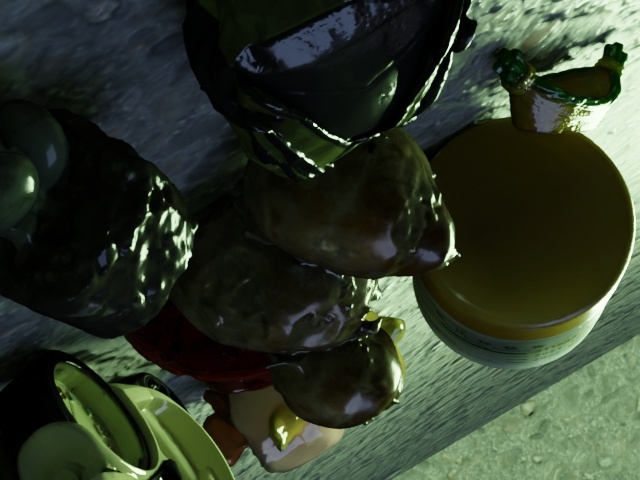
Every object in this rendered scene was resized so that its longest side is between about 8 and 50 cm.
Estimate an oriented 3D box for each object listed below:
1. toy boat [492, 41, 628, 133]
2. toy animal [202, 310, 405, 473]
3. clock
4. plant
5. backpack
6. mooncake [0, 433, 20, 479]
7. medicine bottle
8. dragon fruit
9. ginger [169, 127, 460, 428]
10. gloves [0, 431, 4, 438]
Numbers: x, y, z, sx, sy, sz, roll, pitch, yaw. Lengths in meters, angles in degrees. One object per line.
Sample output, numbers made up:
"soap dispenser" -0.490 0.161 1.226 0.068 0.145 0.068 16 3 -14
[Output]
"toy boat" 0.248 -0.160 1.596 0.229 0.089 0.088 -13 118 -49
"toy animal" -0.009 0.180 1.955 0.281 0.169 0.195 -43 -158 21
"clock" -0.194 0.246 1.645 0.120 0.276 0.379 -40 159 11
"plant" -0.212 -0.033 1.058 0.274 0.149 0.146 27 78 -52
"backpack" 0.011 -0.140 1.126 0.207 0.140 0.253 -27 158 -6
"mooncake" -0.434 0.341 1.480 0.378 0.201 0.378 -39 177 -2
"medicine bottle" 0.218 0.010 1.731 0.238 0.238 0.232 -29 163 -6
"dragon fruit" -0.027 0.076 1.653 0.317 0.152 0.205 -34 164 6
"ginger" 0.000 0.000 1.406 0.176 0.256 0.375 -54 169 -48
"gloves" -0.343 0.250 1.696 0.144 0.094 0.110 -45 179 -24
